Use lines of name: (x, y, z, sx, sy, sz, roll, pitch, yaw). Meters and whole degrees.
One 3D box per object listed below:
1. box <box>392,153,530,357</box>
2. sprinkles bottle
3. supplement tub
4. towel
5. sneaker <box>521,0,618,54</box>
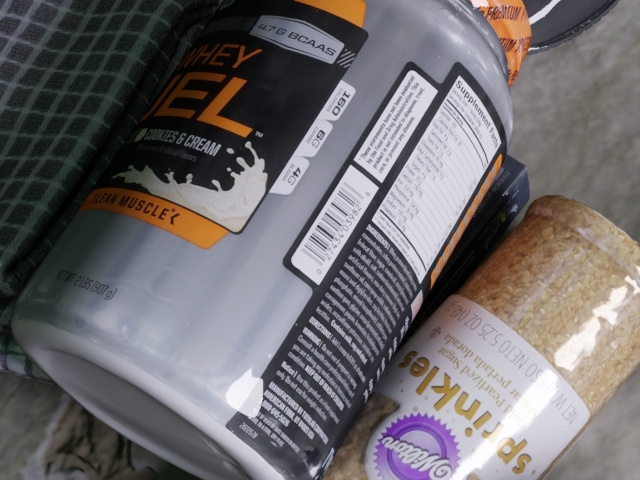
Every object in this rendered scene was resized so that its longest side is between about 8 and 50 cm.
box: (0.000, 0.000, 0.908, 0.183, 0.059, 0.233, 35, 79, 21)
sprinkles bottle: (0.061, 0.135, 0.809, 0.121, 0.121, 0.355, 39, 79, 22)
supplement tub: (-0.015, -0.027, 0.776, 0.193, 0.194, 0.316, 24, 68, 19)
towel: (-0.215, -0.067, 0.879, 0.235, 0.121, 0.284, 14, 60, 17)
sneaker: (0.208, -0.273, 0.937, 0.122, 0.146, 0.330, 41, 82, 21)
